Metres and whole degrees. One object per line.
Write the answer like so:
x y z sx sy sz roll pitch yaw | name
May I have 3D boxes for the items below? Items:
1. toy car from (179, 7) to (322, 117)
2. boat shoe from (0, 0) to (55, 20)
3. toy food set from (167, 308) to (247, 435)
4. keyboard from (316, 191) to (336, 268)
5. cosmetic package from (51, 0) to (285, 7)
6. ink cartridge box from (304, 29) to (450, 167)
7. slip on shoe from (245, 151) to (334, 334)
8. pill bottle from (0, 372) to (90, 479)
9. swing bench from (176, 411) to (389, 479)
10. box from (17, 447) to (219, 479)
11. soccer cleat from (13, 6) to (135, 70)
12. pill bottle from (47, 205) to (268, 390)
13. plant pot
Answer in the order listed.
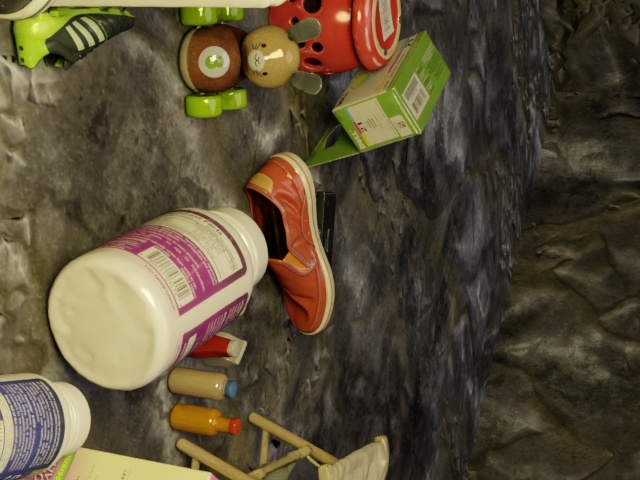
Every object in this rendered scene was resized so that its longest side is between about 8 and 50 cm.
-0.086 -0.253 1.451 0.149 0.188 0.155 -32 124 -62 | toy car
-0.344 -0.413 0.843 0.156 0.186 0.500 -46 131 -48 | boat shoe
-0.142 0.163 1.523 0.111 0.104 0.232 67 36 -48 | toy food set
0.000 0.000 1.923 0.108 0.023 0.180 -9 102 -73 | keyboard
-0.137 -0.466 1.113 0.394 0.327 0.329 -55 143 -50 | cosmetic package
0.074 -0.238 1.804 0.097 0.255 0.189 55 41 -25 | ink cartridge box
-0.056 0.019 1.704 0.101 0.123 0.331 -33 129 -33 | slip on shoe
-0.328 0.195 1.090 0.186 0.112 0.112 9 87 -66 | pill bottle
-0.055 0.376 1.585 0.253 0.254 0.165 2 94 -67 | swing bench
-0.237 0.358 1.171 0.117 0.243 0.214 60 41 -54 | box
-0.279 -0.233 1.186 0.179 0.060 0.072 -25 128 -56 | soccer cleat
-0.187 0.055 1.315 0.301 0.169 0.169 -35 126 -60 | pill bottle
0.029 -0.365 1.720 0.191 0.174 0.191 -26 120 -61 | plant pot
